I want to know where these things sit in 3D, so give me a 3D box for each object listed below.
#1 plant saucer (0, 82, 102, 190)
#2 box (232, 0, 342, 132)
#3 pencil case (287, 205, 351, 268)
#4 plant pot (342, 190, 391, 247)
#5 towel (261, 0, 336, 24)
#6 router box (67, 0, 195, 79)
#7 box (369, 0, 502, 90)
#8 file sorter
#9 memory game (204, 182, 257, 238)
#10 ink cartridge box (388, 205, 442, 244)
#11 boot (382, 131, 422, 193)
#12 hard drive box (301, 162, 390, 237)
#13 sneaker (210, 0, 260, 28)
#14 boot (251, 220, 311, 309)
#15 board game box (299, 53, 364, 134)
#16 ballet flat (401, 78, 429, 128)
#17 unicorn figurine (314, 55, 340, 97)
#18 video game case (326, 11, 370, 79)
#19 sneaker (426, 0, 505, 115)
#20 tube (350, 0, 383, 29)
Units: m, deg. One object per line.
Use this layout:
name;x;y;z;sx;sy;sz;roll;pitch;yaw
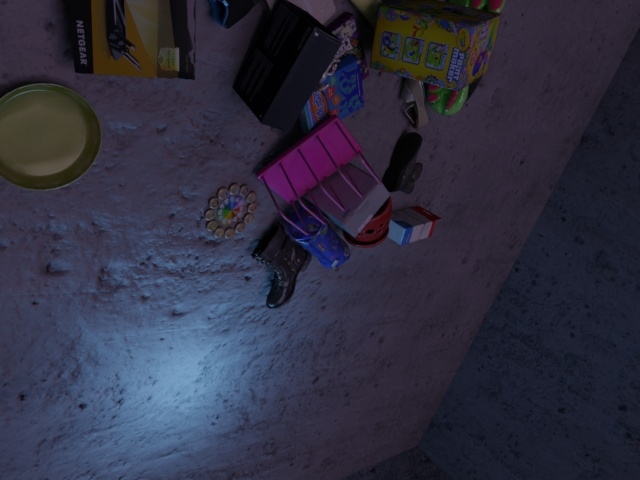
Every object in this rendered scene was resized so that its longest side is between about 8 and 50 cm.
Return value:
plant saucer;-0.597;-0.224;1.197;0.241;0.037;0.241;-26;135;-29
box;-0.089;-0.434;1.387;0.103;0.184;0.261;11;123;-42
pencil case;0.000;0.000;1.870;0.119;0.133;0.306;-19;152;14
plant pot;0.158;-0.080;1.951;0.191;0.191;0.174;-36;141;-21
towel;-0.067;-0.642;1.406;0.187;0.049;0.282;-45;141;-9
router box;-0.372;-0.488;1.109;0.243;0.081;0.309;-1;123;-13
box;0.336;-0.580;1.608;0.290;0.279;0.177;-40;145;-50
file sorter;0.004;-0.178;1.641;0.290;0.182;0.202;-35;149;11
memory game;-0.264;-0.086;1.659;0.186;0.012;0.186;-26;134;-30
ink cartridge box;0.358;-0.064;2.209;0.231;0.134;0.078;-13;126;-38
boot;0.331;-0.287;2.072;0.161;0.083;0.246;-8;129;-50
hard drive box;0.073;-0.147;1.777;0.181;0.232;0.089;-49;141;-4
sneaker;-0.249;-0.606;1.189;0.140;0.125;0.341;-49;141;-2
boot;-0.157;0.085;1.848;0.229;0.091;0.263;38;80;-51
board game box;0.028;-0.417;1.606;0.210;0.047;0.160;-34;140;-18
ballet flat;0.320;-0.478;1.906;0.086;0.086;0.248;-44;142;-11
unicorn figurine;-0.002;-0.468;1.501;0.111;0.162;0.060;-41;180;-11
video game case;0.031;-0.505;1.615;0.232;0.042;0.210;-42;142;-14
sneaker;0.490;-0.663;1.884;0.202;0.185;0.483;-19;133;-65
tube;0.122;-0.677;1.550;0.240;0.062;0.070;29;78;-54
